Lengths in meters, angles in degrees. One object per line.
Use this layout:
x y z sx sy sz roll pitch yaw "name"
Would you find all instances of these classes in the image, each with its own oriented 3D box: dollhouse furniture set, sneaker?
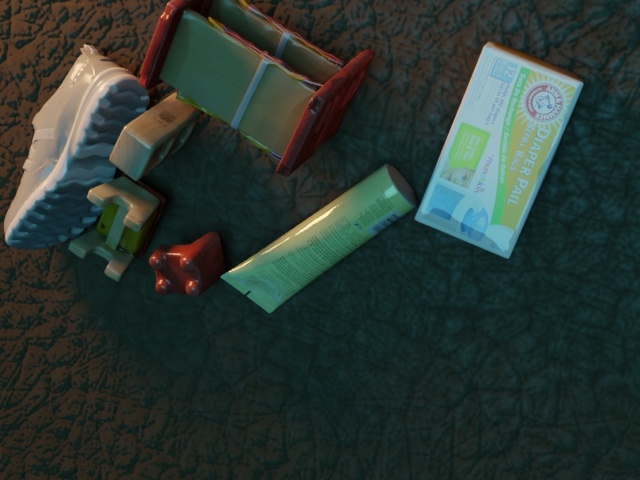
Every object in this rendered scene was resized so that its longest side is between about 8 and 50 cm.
-0.122 -0.097 1.228 0.201 0.152 0.374 34 125 5 "dollhouse furniture set"
-0.308 -0.108 1.296 0.281 0.105 0.115 -53 56 20 "sneaker"

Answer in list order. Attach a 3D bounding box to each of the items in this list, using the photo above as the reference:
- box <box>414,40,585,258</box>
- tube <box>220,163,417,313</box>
0.196 -0.101 1.142 0.114 0.103 0.203 23 106 10 "box"
0.000 0.000 1.238 0.240 0.062 0.070 -36 88 19 "tube"
